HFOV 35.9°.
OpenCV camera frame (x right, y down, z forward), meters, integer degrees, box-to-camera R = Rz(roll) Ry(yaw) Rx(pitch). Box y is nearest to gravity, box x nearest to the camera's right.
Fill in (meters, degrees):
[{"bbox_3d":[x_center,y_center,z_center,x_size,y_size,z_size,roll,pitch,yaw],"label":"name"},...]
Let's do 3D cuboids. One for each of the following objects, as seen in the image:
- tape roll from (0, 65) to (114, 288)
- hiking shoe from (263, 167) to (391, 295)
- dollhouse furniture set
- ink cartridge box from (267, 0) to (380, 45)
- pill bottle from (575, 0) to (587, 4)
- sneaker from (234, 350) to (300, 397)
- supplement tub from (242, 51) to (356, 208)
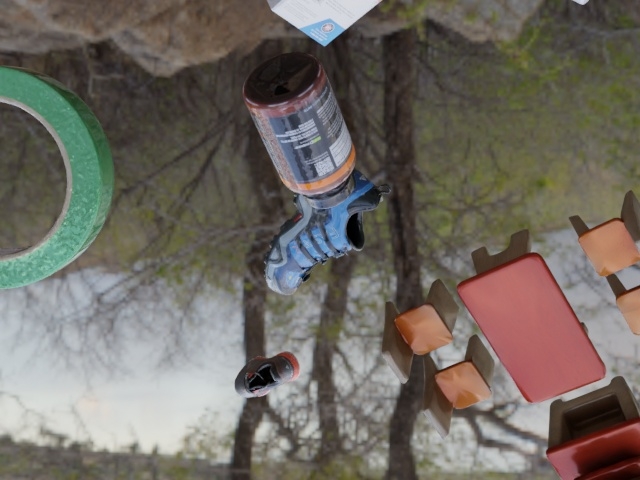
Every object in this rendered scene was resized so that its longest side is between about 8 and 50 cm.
[{"bbox_3d":[-0.467,-0.093,1.440,0.321,0.321,0.077,2,-170,4],"label":"tape roll"},{"bbox_3d":[0.000,0.000,1.623,0.132,0.113,0.304,33,133,9],"label":"hiking shoe"},{"bbox_3d":[0.221,0.123,0.915,0.262,0.135,0.259,-26,113,22],"label":"dollhouse furniture set"},{"bbox_3d":[0.021,-0.490,1.687,0.232,0.168,0.171,-35,151,21],"label":"ink cartridge box"},{"bbox_3d":[0.236,-0.418,1.213,0.283,0.160,0.160,34,173,12],"label":"pill bottle"},{"bbox_3d":[-0.100,0.215,1.548,0.065,0.061,0.158,-21,171,-44],"label":"sneaker"},{"bbox_3d":[-0.018,-0.130,1.234,0.106,0.106,0.198,-2,138,21],"label":"supplement tub"}]
